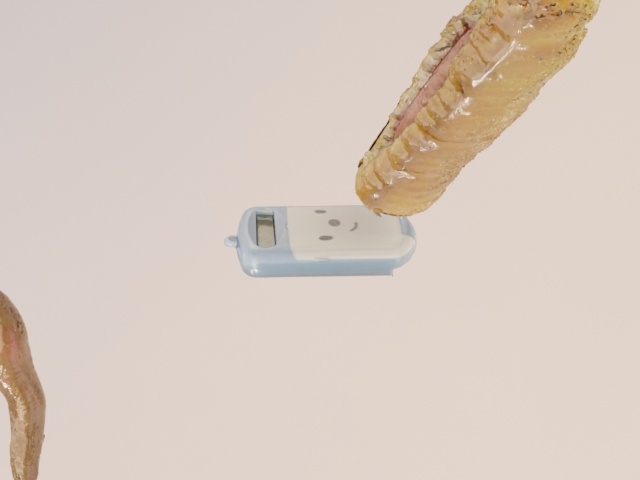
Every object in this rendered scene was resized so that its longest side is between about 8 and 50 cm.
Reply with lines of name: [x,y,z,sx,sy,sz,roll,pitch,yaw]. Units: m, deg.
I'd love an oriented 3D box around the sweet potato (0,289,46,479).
sweet potato: [-0.278,0.139,1.041,0.050,0.214,0.050,-9,-165,3]

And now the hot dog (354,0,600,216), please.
hot dog: [0.105,-0.101,0.847,0.289,0.083,0.068,126,-17,-51]

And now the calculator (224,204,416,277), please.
calculator: [0.000,0.000,1.253,0.210,0.039,0.121,0,-153,-3]
